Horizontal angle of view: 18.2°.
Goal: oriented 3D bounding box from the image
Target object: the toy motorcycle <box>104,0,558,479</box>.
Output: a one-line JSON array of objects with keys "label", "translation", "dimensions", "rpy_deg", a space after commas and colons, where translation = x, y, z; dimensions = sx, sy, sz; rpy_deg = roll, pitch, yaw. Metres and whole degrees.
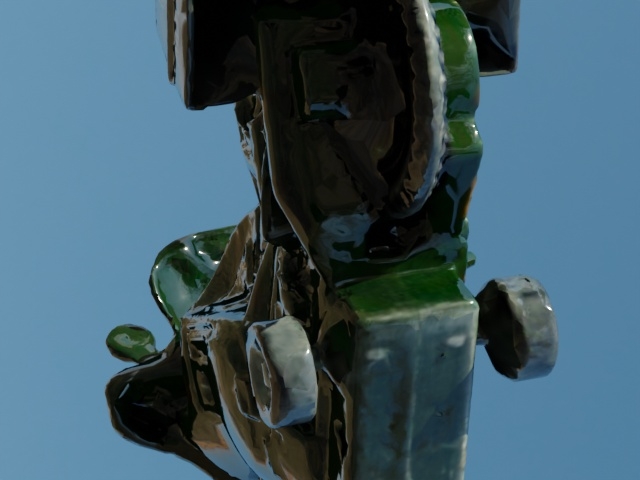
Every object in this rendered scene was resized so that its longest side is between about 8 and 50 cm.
[{"label": "toy motorcycle", "translation": [0.000, 0.000, 0.623], "dimensions": [0.187, 0.124, 0.275], "rpy_deg": [-121, -152, -52]}]
